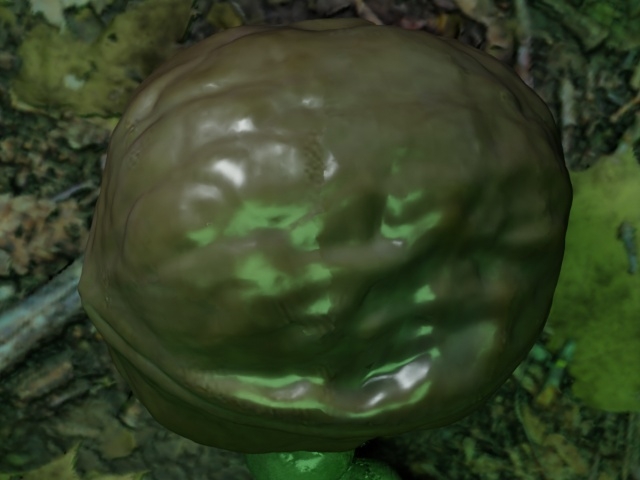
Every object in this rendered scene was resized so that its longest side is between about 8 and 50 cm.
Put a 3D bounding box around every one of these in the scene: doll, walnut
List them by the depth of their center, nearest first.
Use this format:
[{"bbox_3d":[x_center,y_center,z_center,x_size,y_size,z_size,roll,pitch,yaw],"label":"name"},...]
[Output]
[{"bbox_3d":[0.000,-0.001,1.030,0.273,0.273,0.227,-10,82,8],"label":"walnut"},{"bbox_3d":[0.016,0.146,1.194,0.150,0.077,0.115,42,149,-26],"label":"doll"}]
